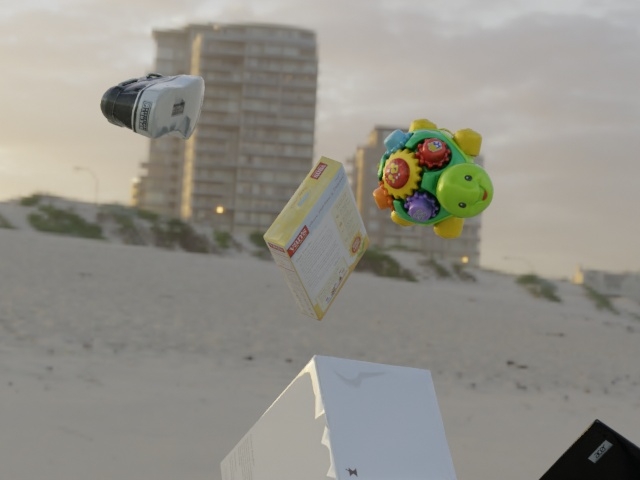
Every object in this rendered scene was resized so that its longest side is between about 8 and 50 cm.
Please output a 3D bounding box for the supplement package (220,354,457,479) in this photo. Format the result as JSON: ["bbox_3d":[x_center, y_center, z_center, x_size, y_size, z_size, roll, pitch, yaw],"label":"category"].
[{"bbox_3d":[0.015,0.302,1.380,0.175,0.177,0.293,11,-41,-27],"label":"supplement package"}]

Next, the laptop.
[{"bbox_3d":[0.356,0.296,1.158,0.264,0.136,0.234,-3,-41,-35],"label":"laptop"}]

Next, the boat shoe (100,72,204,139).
[{"bbox_3d":[-0.189,-0.161,1.247,0.070,0.078,0.219,16,9,8],"label":"boat shoe"}]

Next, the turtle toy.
[{"bbox_3d":[0.093,-0.050,0.890,0.066,0.095,0.130,3,11,-44],"label":"turtle toy"}]

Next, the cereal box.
[{"bbox_3d":[0.000,0.000,1.746,0.047,0.173,0.240,23,-25,27],"label":"cereal box"}]
